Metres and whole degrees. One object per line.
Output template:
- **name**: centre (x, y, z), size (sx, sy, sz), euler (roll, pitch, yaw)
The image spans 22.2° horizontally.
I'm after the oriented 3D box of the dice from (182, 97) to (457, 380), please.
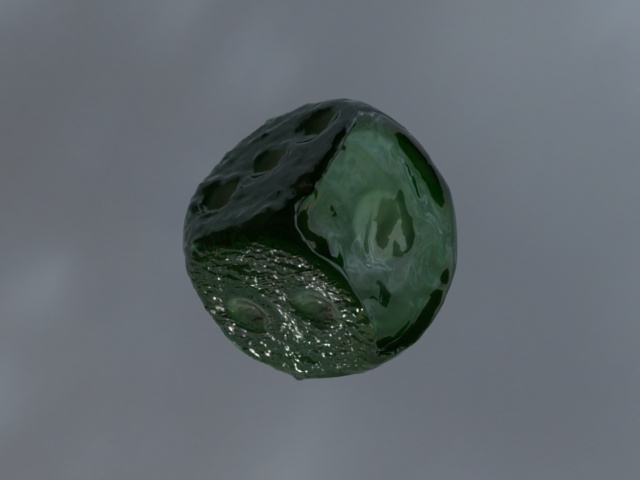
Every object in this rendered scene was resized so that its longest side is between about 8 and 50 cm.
- **dice**: centre (0.000, 0.000, 0.995), size (0.120, 0.128, 0.131), euler (-12, -52, 39)
